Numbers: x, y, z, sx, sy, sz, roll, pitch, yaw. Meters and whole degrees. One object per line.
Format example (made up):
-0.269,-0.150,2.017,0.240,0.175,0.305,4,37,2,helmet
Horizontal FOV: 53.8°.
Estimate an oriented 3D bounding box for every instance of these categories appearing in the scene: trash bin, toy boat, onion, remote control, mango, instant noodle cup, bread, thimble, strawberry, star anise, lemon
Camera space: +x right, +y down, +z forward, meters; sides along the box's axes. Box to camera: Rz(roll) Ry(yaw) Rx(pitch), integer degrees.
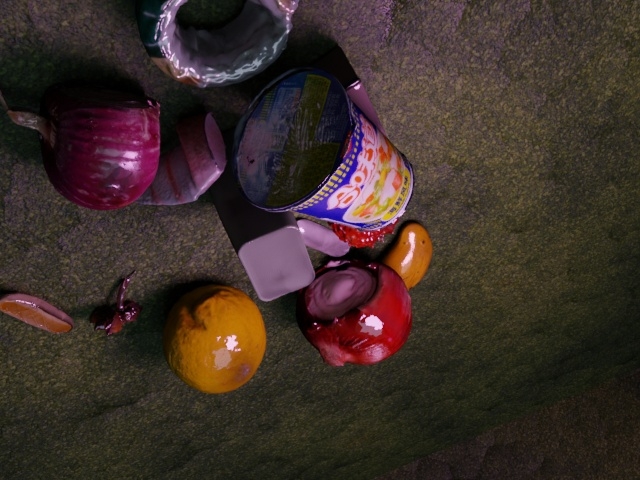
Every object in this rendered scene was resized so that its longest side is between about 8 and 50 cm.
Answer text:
-0.147,-0.059,1.395,0.158,0.343,0.223,-21,140,-4,trash bin
-0.333,-0.145,1.338,0.282,0.206,0.096,-22,152,16,toy boat
0.105,0.209,1.825,0.342,0.341,0.341,-15,138,-14,onion
0.000,0.000,1.758,0.229,0.044,0.073,25,115,-42,remote control
0.259,0.065,1.914,0.157,0.109,0.262,1,130,-24,mango
-0.425,-0.173,1.221,0.273,0.230,0.256,-21,140,-18,onion
0.031,-0.147,1.243,0.284,0.284,0.312,-44,144,18,instant noodle cup
-0.698,0.173,1.558,0.073,0.053,0.214,-32,142,11,bread
-0.188,-0.417,1.139,0.288,0.167,0.254,-20,140,-8,thimble
0.089,-0.115,1.614,0.205,0.205,0.244,-33,117,7,strawberry
-0.530,0.162,1.629,0.141,0.158,0.144,-19,106,-23,star anise
-0.285,0.264,1.705,0.297,0.297,0.297,-15,138,-14,lemon

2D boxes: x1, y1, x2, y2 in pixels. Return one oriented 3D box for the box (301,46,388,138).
0.033,-0.267,1.421,0.188,0.153,0.252,-31,139,7,box
